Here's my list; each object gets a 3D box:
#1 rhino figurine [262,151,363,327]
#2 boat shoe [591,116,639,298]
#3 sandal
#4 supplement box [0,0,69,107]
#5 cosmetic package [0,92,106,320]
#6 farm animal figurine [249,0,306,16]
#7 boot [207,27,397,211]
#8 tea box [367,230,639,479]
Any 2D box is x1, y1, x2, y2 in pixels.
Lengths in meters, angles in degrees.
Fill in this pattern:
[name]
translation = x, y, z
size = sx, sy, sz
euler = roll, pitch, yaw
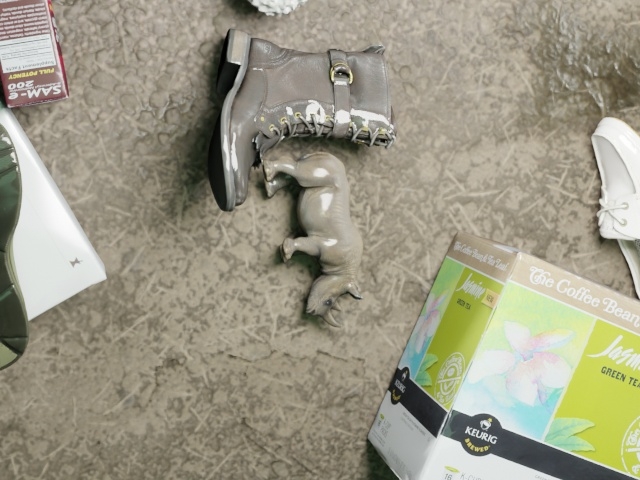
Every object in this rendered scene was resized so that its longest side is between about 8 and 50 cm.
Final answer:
[rhino figurine]
translation = 0.000, 0.000, 1.334
size = 0.106, 0.073, 0.243
euler = -15, 102, -8
[boat shoe]
translation = 0.427, -0.033, 1.414
size = 0.096, 0.098, 0.277
euler = -31, 105, -8
[sandal]
translation = -0.391, 0.004, 1.148
size = 0.120, 0.086, 0.302
euler = -5, 114, -19
[supplement box]
translation = -0.347, -0.276, 1.185
size = 0.073, 0.130, 0.239
euler = -11, 101, -12
[cosmetic package]
translation = -0.469, -0.050, 1.207
size = 0.284, 0.097, 0.377
euler = -29, 104, -6
[farm animal figurine]
translation = 0.025, -0.466, 1.221
size = 0.327, 0.172, 0.330
euler = -20, 102, -9
[boot]
translation = -0.014, -0.146, 1.268
size = 0.229, 0.091, 0.263
euler = 9, 69, -13
[tea box]
translation = 0.292, 0.200, 1.353
size = 0.329, 0.220, 0.323
euler = 21, 92, -15
